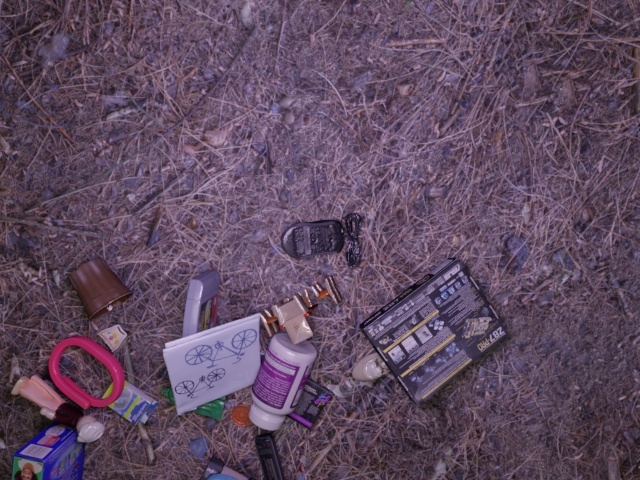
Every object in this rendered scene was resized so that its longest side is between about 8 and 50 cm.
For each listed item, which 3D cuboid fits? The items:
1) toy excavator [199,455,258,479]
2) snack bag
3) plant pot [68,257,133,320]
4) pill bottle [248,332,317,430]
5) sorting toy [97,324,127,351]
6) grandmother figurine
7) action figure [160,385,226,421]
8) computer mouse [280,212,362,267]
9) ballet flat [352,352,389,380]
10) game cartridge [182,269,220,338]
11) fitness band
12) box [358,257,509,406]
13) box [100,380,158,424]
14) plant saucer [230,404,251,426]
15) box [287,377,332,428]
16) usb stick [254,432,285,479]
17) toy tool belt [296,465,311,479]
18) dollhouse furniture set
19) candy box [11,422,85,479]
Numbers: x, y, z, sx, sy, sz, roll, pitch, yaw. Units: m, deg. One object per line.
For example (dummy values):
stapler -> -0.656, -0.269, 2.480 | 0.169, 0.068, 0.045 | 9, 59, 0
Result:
toy excavator -> -0.409, 1.028, 1.784 | 0.222, 0.445, 0.433 | 30, 99, -1
snack bag -> -0.340, 0.411, 1.763 | 0.323, 0.037, 0.342 | -17, 132, -23
plant pot -> -0.759, 0.159, 1.816 | 0.167, 0.167, 0.165 | -36, 88, 8
pill bottle -> -0.138, 0.484, 1.821 | 0.169, 0.169, 0.301 | 22, 99, 0
sorting toy -> -0.734, 0.340, 1.899 | 0.075, 0.045, 0.083 | -37, 95, 1
grandmother figurine -> -0.909, 0.593, 1.868 | 0.342, 0.208, 0.104 | 30, 88, 6
action figure -> -0.456, 0.559, 1.905 | 0.232, 0.063, 0.137 | 13, 102, -3
computer mouse -> 0.000, 0.000, 1.791 | 0.272, 0.072, 0.188 | -1, 97, -9
ballet flat -> 0.219, 0.422, 1.835 | 0.248, 0.086, 0.086 | -31, 96, 8
game cartridge -> -0.401, 0.259, 1.786 | 0.060, 0.196, 0.294 | 9, 100, 11
fitness band -> -0.832, 0.470, 1.899 | 0.291, 0.054, 0.209 | 34, 97, 8
box -> 0.375, 0.295, 1.755 | 0.395, 0.097, 0.318 | -37, 94, -7
box -> -0.693, 0.585, 1.934 | 0.178, 0.042, 0.109 | 35, 100, -2
plant saucer -> -0.285, 0.634, 1.932 | 0.083, 0.013, 0.083 | 0, 98, 3
box -> -0.046, 0.578, 1.902 | 0.116, 0.029, 0.162 | 32, 101, -3
usb stick -> -0.175, 0.837, 1.944 | 0.077, 0.045, 0.278 | -12, 99, 12
toy tool belt -> -0.057, 0.856, 1.943 | 0.051, 0.052, 0.083 | 2, 104, -29
dollhouse furniture set -> -0.063, 0.240, 1.733 | 0.262, 0.259, 0.135 | -27, 87, 9
candy box -> -0.955, 0.833, 1.874 | 0.122, 0.268, 0.317 | 10, 99, 5
